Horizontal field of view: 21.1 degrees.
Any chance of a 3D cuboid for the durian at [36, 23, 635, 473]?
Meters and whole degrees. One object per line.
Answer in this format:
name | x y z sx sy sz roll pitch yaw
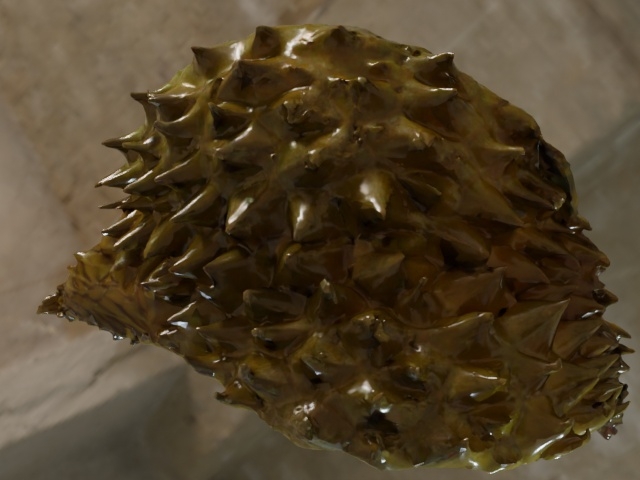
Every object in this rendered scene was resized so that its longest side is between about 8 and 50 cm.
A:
durian | 0.013 -0.006 0.827 0.305 0.196 0.185 17 -163 11
